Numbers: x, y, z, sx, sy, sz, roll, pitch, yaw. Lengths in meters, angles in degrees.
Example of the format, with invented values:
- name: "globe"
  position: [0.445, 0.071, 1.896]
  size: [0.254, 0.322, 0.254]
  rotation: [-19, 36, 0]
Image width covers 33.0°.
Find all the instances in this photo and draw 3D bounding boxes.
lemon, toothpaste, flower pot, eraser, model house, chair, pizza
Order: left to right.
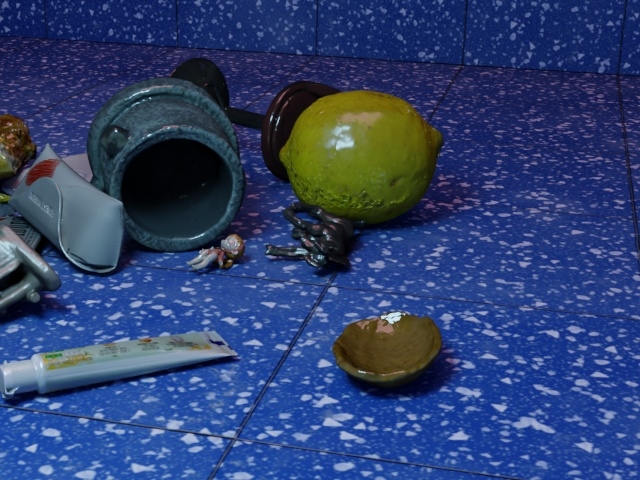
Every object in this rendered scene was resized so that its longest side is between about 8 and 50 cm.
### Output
- name: "pizza"
  position: [-0.705, -0.176, 2.189]
  size: [0.277, 0.114, 0.409]
  rotation: [-28, 25, -31]
- name: "model house"
  position: [-0.518, 0.053, 1.614]
  size: [0.188, 0.122, 0.229]
  rotation: [-27, 18, -30]
- name: "eraser"
  position: [-0.482, -0.123, 2.175]
  size: [0.204, 0.059, 0.243]
  rotation: [10, 25, 24]
- name: "toothpaste"
  position: [-0.267, 0.157, 1.432]
  size: [0.314, 0.058, 0.056]
  rotation: [-6, -23, -30]
- name: "flower pot"
  position: [-0.291, -0.138, 1.940]
  size: [0.299, 0.299, 0.283]
  rotation: [-3, 29, -13]
- name: "chair"
  position: [-0.136, -0.260, 2.341]
  size: [0.401, 0.227, 0.226]
  rotation: [16, 25, 35]
- name: "lemon"
  position: [0.080, -0.156, 2.013]
  size: [0.310, 0.258, 0.258]
  rotation: [-8, 21, -5]

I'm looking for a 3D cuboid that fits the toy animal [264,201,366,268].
- name: "toy animal"
  position: [0.000, 0.000, 1.867]
  size: [0.148, 0.084, 0.232]
  rotation: [25, 19, 12]

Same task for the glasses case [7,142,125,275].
- name: "glasses case"
  position: [-0.437, -0.060, 1.836]
  size: [0.083, 0.128, 0.308]
  rotation: [6, 20, -46]

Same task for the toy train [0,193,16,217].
- name: "toy train"
  position: [-0.646, -0.044, 1.949]
  size: [0.081, 0.060, 0.202]
  rotation: [12, 20, 42]

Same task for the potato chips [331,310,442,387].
- name: "potato chips"
  position: [0.091, 0.151, 1.468]
  size: [0.150, 0.049, 0.202]
  rotation: [-3, 22, -2]

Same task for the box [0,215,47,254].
- name: "box"
  position: [-0.537, 0.004, 1.858]
  size: [0.115, 0.036, 0.177]
  rotation: [-1, 21, -3]

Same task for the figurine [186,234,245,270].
- name: "figurine"
  position: [-0.175, 0.026, 1.805]
  size: [0.109, 0.047, 0.064]
  rotation: [-26, 39, -35]
